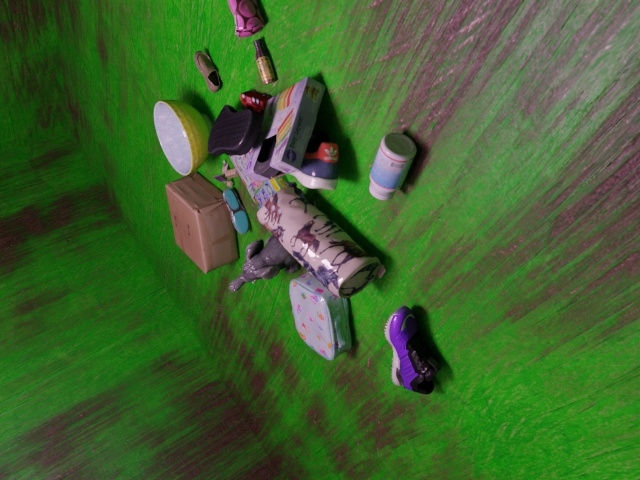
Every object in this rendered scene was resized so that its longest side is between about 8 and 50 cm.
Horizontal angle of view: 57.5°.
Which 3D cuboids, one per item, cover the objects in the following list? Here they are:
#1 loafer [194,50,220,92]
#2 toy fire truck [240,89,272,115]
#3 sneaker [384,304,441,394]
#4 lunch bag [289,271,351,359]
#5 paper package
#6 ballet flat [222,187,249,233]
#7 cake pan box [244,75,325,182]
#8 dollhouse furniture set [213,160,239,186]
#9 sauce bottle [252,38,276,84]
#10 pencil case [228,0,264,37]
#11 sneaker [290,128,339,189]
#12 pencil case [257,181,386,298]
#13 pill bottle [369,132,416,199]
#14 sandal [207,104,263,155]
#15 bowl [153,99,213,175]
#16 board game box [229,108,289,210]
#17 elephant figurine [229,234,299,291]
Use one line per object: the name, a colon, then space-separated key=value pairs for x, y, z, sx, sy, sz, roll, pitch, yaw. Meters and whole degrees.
loafer: x=-0.382 y=-0.584 z=2.007 sx=0.050 sy=0.056 sz=0.148 roll=0 pitch=123 yaw=57
toy fire truck: x=-0.179 y=-0.392 z=1.839 sx=0.192 sy=0.047 sz=0.135 roll=30 pitch=137 yaw=45
sneaker: x=0.272 y=0.314 z=1.632 sx=0.146 sy=0.102 sz=0.294 roll=23 pitch=136 yaw=43
lunch bag: x=0.007 y=0.259 z=1.985 sx=0.224 sy=0.107 sz=0.280 roll=23 pitch=132 yaw=45
paper package: x=-0.500 y=-0.079 z=2.464 sx=0.309 sy=0.168 sz=0.325 roll=37 pitch=142 yaw=40
ballet flat: x=-0.326 y=-0.117 z=2.281 sx=0.070 sy=0.070 sz=0.189 roll=-1 pitch=110 yaw=58
cake pan box: x=-0.105 y=-0.296 z=1.626 sx=0.245 sy=0.070 sz=0.267 roll=-5 pitch=65 yaw=61
dollhouse furniture set: x=-0.330 y=-0.265 z=2.213 sx=0.114 sy=0.091 sz=0.081 roll=-9 pitch=63 yaw=37
sauce bottle: x=-0.169 y=-0.527 z=1.723 sx=0.042 sy=0.042 sz=0.128 roll=4 pitch=117 yaw=57
pencil case: x=-0.233 y=-0.686 z=1.646 sx=0.095 sy=0.098 sz=0.210 roll=-9 pitch=104 yaw=59
sneaker: x=-0.047 y=-0.254 z=1.685 sx=0.350 sy=0.131 sz=0.148 roll=30 pitch=115 yaw=52
pencil case: x=0.000 y=0.000 z=1.733 sx=0.410 sy=0.183 sz=0.160 roll=43 pitch=149 yaw=28
pill bottle: x=0.170 y=-0.175 z=1.416 sx=0.087 sy=0.087 sz=0.160 roll=49 pitch=146 yaw=24
sandal: x=-0.256 y=-0.322 z=1.812 sx=0.168 sy=0.106 sz=0.445 roll=-65 pitch=27 yaw=4
bowl: x=-0.494 y=-0.406 z=2.213 sx=0.289 sy=0.156 sz=0.290 roll=37 pitch=140 yaw=39
board game box: x=-0.227 y=-0.266 z=2.012 sx=0.318 sy=0.046 sz=0.213 roll=61 pitch=151 yaw=6
elephant figurine: x=-0.199 y=0.079 z=2.036 sx=0.169 sy=0.239 sz=0.186 roll=24 pitch=132 yaw=48
